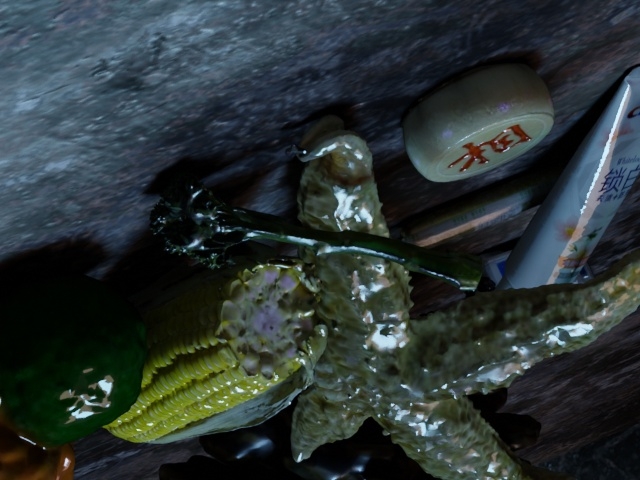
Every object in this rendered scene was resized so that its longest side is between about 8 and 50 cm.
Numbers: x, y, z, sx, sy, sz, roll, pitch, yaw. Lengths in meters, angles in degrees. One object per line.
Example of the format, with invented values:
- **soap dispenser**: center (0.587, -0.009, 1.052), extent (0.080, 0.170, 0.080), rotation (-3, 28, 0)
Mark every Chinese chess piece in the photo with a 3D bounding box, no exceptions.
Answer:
- **Chinese chess piece**: center (0.124, -0.092, 1.516), extent (0.122, 0.051, 0.122), rotation (-22, 165, -6)

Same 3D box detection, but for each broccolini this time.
- **broccolini**: center (-0.002, 0.008, 1.433), extent (0.254, 0.057, 0.071), rotation (14, 169, -9)

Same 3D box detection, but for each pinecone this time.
- **pinecone**: center (0.046, 0.239, 1.916), extent (0.398, 0.397, 0.398), rotation (-22, 164, -7)

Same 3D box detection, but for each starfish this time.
- **starfish**: center (0.112, 0.082, 1.575), extent (0.324, 0.082, 0.432), rotation (8, 133, -2)

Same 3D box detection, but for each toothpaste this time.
- **toothpaste**: center (0.245, -0.043, 1.762), extent (0.100, 0.066, 0.323), rotation (-9, 141, -36)

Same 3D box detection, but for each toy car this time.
- **toy car**: center (0.225, 0.042, 2.055), extent (0.171, 0.080, 0.070), rotation (-10, 158, -38)

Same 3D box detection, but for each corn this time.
- **corn**: center (-0.101, 0.088, 1.574), extent (0.122, 0.123, 0.305), rotation (15, 158, -28)

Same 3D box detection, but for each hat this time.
- **hat**: center (-0.304, 0.177, 1.543), extent (0.400, 0.285, 0.285), rotation (-50, 163, -1)

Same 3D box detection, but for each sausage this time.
- **sausage**: center (0.189, -0.044, 1.805), extent (0.269, 0.033, 0.033), rotation (-22, 164, -9)
